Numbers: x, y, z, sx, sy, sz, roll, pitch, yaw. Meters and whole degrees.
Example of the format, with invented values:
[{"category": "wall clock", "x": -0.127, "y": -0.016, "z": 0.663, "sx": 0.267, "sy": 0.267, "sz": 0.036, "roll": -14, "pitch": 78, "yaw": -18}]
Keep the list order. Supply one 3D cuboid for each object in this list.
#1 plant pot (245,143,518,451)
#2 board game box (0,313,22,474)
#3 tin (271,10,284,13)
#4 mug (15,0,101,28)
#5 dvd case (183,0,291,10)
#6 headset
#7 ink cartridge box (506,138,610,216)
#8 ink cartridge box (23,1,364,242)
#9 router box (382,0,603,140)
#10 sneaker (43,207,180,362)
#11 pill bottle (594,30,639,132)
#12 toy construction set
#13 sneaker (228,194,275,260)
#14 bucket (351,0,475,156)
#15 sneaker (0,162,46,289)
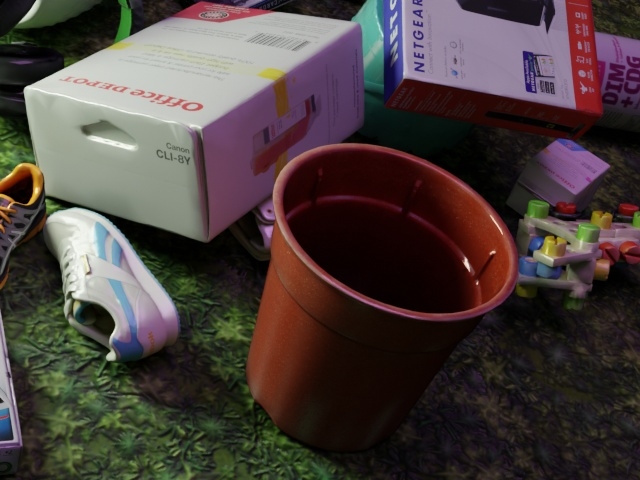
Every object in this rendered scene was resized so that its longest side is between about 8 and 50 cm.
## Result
[{"category": "plant pot", "x": 0.043, "y": 0.079, "z": 1.259, "sx": 0.272, "sy": 0.265, "sz": 0.272, "roll": 13, "pitch": 39, "yaw": -11}, {"category": "board game box", "x": -0.463, "y": 0.153, "z": 1.110, "sx": 0.305, "sy": 0.053, "sz": 0.193, "roll": 0, "pitch": 43, "yaw": -24}, {"category": "tin", "x": -0.060, "y": -0.337, "z": 1.875, "sx": 0.190, "sy": 0.040, "sz": 0.106, "roll": 7, "pitch": 37, "yaw": -17}, {"category": "mug", "x": -0.369, "y": -0.482, "z": 1.651, "sx": 0.276, "sy": 0.374, "sz": 0.328, "roll": 56, "pitch": 36, "yaw": -25}, {"category": "dvd case", "x": -0.115, "y": -0.443, "z": 1.896, "sx": 0.239, "sy": 0.029, "sz": 0.179, "roll": -28, "pitch": 48, "yaw": -21}, {"category": "headset", "x": -0.437, "y": -0.279, "z": 1.507, "sx": 0.394, "sy": 0.243, "sz": 0.185, "roll": -26, "pitch": 31, "yaw": -22}, {"category": "ink cartridge box", "x": 0.360, "y": -0.082, "z": 1.729, "sx": 0.092, "sy": 0.090, "sz": 0.143, "roll": 38, "pitch": 43, "yaw": 20}, {"category": "ink cartridge box", "x": -0.153, "y": -0.173, "z": 1.481, "sx": 0.279, "sy": 0.160, "sz": 0.385, "roll": 15, "pitch": 34, "yaw": 28}, {"category": "router box", "x": 0.243, "y": -0.327, "z": 1.626, "sx": 0.301, "sy": 0.082, "sz": 0.335, "roll": 8, "pitch": 65, "yaw": -16}, {"category": "sneaker", "x": -0.261, "y": 0.047, "z": 1.301, "sx": 0.092, "sy": 0.087, "sz": 0.229, "roll": -23, "pitch": 54, "yaw": -39}, {"category": "pill bottle", "x": 0.466, "y": -0.283, "z": 1.954, "sx": 0.283, "sy": 0.160, "sz": 0.160, "roll": 7, "pitch": 41, "yaw": -17}, {"category": "toy construction set", "x": 0.408, "y": 0.029, "z": 1.575, "sx": 0.328, "sy": 0.151, "sz": 0.215, "roll": 16, "pitch": 14, "yaw": -19}, {"category": "sneaker", "x": 0.000, "y": 0.000, "z": 1.468, "sx": 0.292, "sy": 0.108, "sz": 0.169, "roll": 31, "pitch": 40, "yaw": 27}, {"category": "bucket", "x": 0.166, "y": -0.286, "z": 1.733, "sx": 0.281, "sy": 0.183, "sz": 0.281, "roll": 7, "pitch": 65, "yaw": -15}, {"category": "sneaker", "x": -0.386, "y": -0.013, "z": 1.315, "sx": 0.084, "sy": 0.083, "sz": 0.215, "roll": 22, "pitch": 40, "yaw": -2}]
